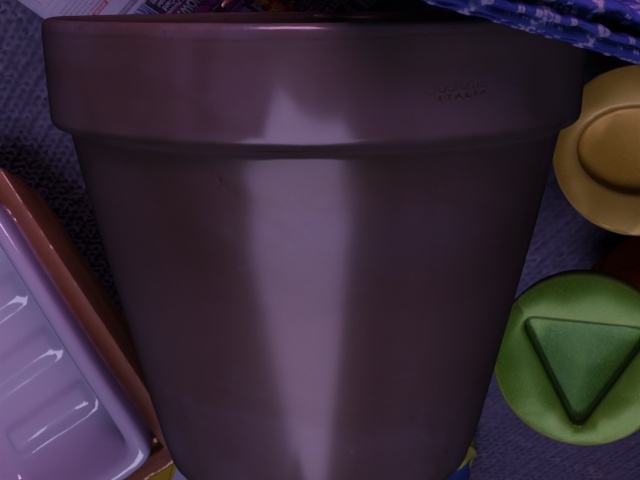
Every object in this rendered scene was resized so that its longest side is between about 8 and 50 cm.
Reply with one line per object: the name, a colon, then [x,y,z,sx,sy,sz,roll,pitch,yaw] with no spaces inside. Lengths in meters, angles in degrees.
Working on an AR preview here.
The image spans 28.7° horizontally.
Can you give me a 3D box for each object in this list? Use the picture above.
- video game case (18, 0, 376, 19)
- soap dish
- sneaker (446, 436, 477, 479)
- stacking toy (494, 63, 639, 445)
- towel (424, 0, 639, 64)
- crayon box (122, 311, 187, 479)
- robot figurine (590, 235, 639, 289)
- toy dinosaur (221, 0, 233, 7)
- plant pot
video game case: [-0.081,-0.200,0.908,0.210,0.042,0.232,31,134,-23]
soap dish: [-0.272,0.113,1.109,0.229,0.118,0.291,-34,89,19]
sneaker: [0.110,0.305,1.367,0.091,0.126,0.240,9,138,1]
stacking toy: [0.147,0.000,0.968,0.309,0.130,0.279,3,102,15]
towel: [0.116,-0.174,0.697,0.336,0.243,0.040,9,123,-31]
crayon box: [-0.110,0.145,1.263,0.202,0.081,0.318,15,138,-6]
robot figurine: [0.305,0.038,1.039,0.128,0.158,0.219,47,131,-1]
toy dinosaur: [0.012,-0.247,0.812,0.112,0.064,0.211,11,108,-11]
plant pot: [0.000,0.000,0.772,0.323,0.323,0.280,0,101,10]
